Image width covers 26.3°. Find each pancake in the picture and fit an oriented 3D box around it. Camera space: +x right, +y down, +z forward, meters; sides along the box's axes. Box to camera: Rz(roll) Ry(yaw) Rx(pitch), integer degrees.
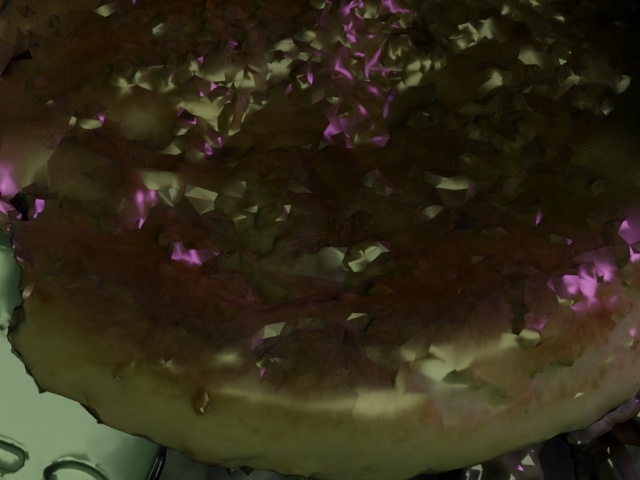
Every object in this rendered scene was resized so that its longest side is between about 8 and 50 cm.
[{"bbox_3d":[0.001,-0.083,0.538,0.382,0.071,0.382,3,64,-6],"label":"pancake"}]

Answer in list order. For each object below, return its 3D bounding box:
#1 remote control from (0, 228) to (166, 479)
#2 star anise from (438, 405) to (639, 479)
[{"bbox_3d":[-0.159,0.138,0.586,0.140,0.056,0.296,24,87,-17],"label":"remote control"},{"bbox_3d":[0.101,0.011,0.617,0.212,0.129,0.283,17,72,-13],"label":"star anise"}]
